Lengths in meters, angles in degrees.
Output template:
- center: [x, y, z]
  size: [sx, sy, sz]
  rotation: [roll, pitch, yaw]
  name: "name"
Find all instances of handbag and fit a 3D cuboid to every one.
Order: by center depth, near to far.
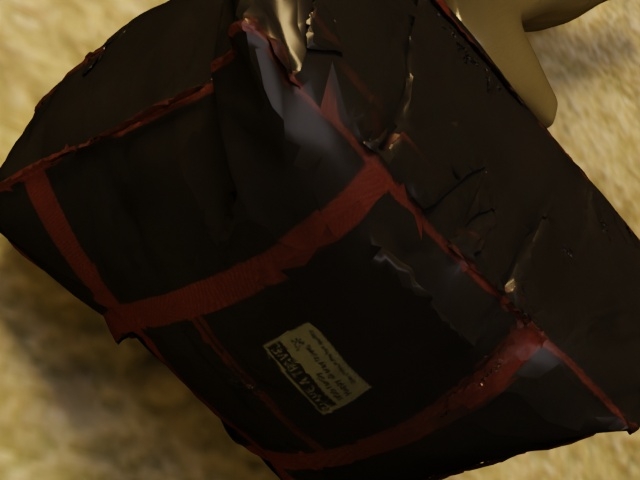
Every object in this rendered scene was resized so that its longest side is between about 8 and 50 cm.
- center: [0.000, 0.000, 0.451]
  size: [0.215, 0.169, 0.155]
  rotation: [47, 45, -20]
  name: "handbag"

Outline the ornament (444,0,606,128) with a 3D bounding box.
- center: [0.117, -0.181, 0.711]
  size: [0.245, 0.061, 0.230]
  rotation: [-20, 88, -46]
  name: "ornament"
